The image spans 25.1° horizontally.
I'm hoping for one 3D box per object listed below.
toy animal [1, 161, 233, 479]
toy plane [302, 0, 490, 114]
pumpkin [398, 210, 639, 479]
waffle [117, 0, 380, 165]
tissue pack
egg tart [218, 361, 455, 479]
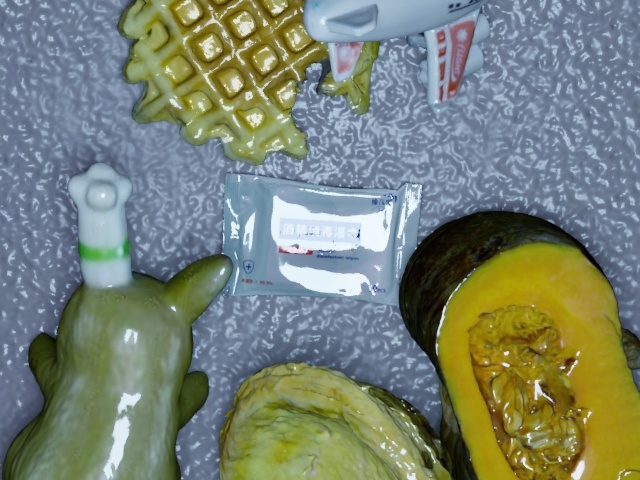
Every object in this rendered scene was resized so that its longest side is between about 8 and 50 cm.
[{"bbox_3d":[-0.186,0.117,1.353,0.181,0.180,0.362,13,91,-9],"label":"toy animal"},{"bbox_3d":[0.086,-0.236,1.292,0.252,0.118,0.252,-12,111,-36],"label":"toy plane"},{"bbox_3d":[0.210,0.122,1.356,0.222,0.139,0.317,-18,95,-9],"label":"pumpkin"},{"bbox_3d":[-0.066,-0.204,1.361,0.250,0.056,0.261,10,100,-1],"label":"waffle"},{"bbox_3d":[0.000,0.000,1.402,0.193,0.026,0.122,3,97,0],"label":"tissue pack"},{"bbox_3d":[0.031,0.229,1.352,0.294,0.123,0.294,23,128,32],"label":"egg tart"}]
